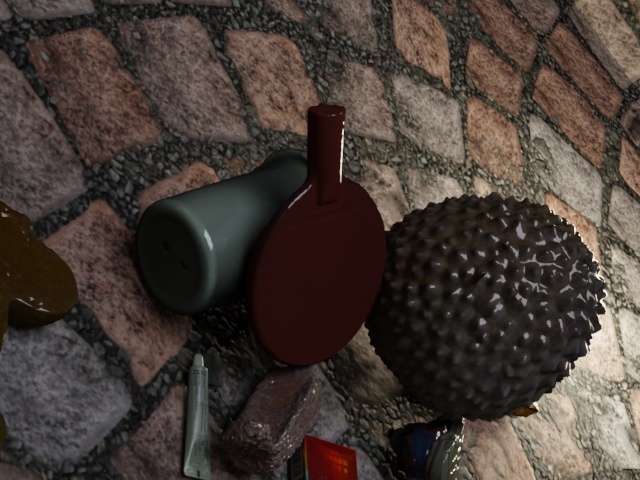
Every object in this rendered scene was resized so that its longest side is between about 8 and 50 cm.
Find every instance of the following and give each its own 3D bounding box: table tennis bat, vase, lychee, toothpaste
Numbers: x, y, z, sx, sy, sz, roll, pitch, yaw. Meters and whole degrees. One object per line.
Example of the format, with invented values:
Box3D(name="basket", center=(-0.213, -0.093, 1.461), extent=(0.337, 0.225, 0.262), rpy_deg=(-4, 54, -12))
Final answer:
Box3D(name="table tennis bat", center=(0.000, 0.000, 1.923), extent=(0.268, 0.051, 0.414), rpy_deg=(-16, 119, -38))
Box3D(name="vase", center=(-0.124, 0.004, 1.989), extent=(0.291, 0.245, 0.245), rpy_deg=(-21, 79, -44))
Box3D(name="lychee", center=(0.263, 0.105, 2.140), extent=(0.380, 0.432, 0.380), rpy_deg=(40, 36, -37))
Box3D(name="toothpaste", center=(-0.180, 0.257, 1.887), extent=(0.048, 0.029, 0.197), rpy_deg=(20, 53, -34))

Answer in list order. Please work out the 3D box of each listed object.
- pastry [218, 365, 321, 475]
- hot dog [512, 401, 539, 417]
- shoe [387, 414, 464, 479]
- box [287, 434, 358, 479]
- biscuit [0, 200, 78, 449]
Box3D(name="pastry", center=(-0.071, 0.273, 1.917), extent=(0.265, 0.103, 0.112), rpy_deg=(-35, 124, -65))
Box3D(name="hot dog", center=(0.308, 0.262, 2.370), extent=(0.269, 0.072, 0.115), rpy_deg=(26, 46, -32))
Box3D(name="shoe", center=(0.175, 0.350, 2.166), extent=(0.227, 0.125, 0.099), rpy_deg=(-38, 130, -75))
Box3D(name="box", center=(0.006, 0.394, 1.969), extent=(0.112, 0.048, 0.175), rpy_deg=(23, 48, -35))
Box3D(name="biscuit", center=(-0.502, 0.090, 1.632), extent=(0.368, 0.076, 0.394), rpy_deg=(32, 46, -28))
